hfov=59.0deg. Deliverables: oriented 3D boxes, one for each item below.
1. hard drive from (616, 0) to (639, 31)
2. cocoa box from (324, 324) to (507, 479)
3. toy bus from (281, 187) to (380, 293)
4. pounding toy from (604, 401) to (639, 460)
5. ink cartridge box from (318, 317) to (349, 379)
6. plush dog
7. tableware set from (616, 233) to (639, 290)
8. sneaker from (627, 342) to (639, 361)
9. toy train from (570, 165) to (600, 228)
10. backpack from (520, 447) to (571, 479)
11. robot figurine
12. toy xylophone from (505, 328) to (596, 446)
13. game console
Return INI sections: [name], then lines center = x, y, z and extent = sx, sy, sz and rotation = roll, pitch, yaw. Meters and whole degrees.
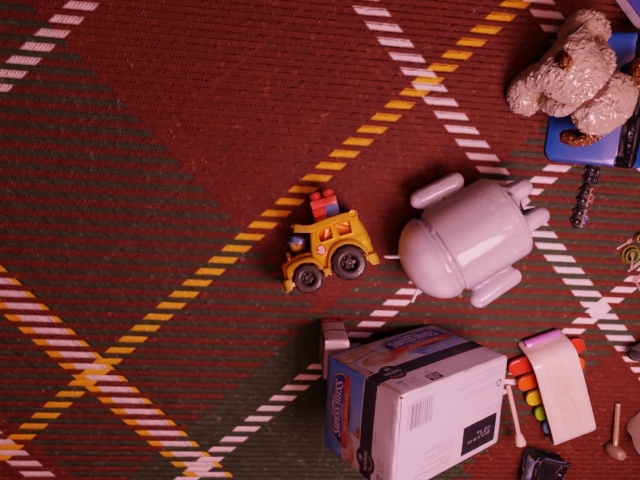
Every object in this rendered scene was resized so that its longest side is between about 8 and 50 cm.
[hard drive]
center = 0.766, -0.631, 1.213
extent = 0.318, 0.040, 0.210
rotation = -36, 88, 4
[cocoa box]
center = 0.210, 0.356, 1.261
extent = 0.347, 0.228, 0.232
rotation = -8, 107, -37
[toy bus]
center = 0.000, 0.000, 1.273
extent = 0.220, 0.149, 0.212
rotation = -19, 92, 2
[pounding toy]
center = 0.869, 0.488, 1.466
extent = 0.155, 0.154, 0.269
rotation = 39, 97, -13
[ink cartridge box]
center = 0.030, 0.253, 1.332
extent = 0.056, 0.135, 0.099
rotation = 1, 103, -5
[plush dog]
center = 0.561, -0.323, 1.186
extent = 0.225, 0.211, 0.262
rotation = 37, 110, -9
[tableware set]
center = 0.821, 0.051, 1.421
extent = 0.104, 0.024, 0.154
rotation = -34, 104, 3
[sneaker]
center = 0.899, 0.227, 1.444
extent = 0.271, 0.100, 0.108
rotation = -28, 91, -2
[toy train]
center = 0.641, -0.103, 1.364
extent = 0.036, 0.027, 0.158
rotation = 7, 103, -18
[backpack]
center = 0.588, 0.617, 1.504
extent = 0.104, 0.084, 0.114
rotation = 14, 97, -8
[robot figurine]
center = 0.323, -0.004, 1.266
extent = 0.353, 0.200, 0.300
rotation = -32, 85, 2
[toy xylophone]
center = 0.583, 0.395, 1.451
extent = 0.236, 0.081, 0.323
rotation = -12, 105, -3
[game console]
center = 0.683, -0.322, 1.314
extent = 0.250, 0.173, 0.293
rotation = -6, 107, -36
